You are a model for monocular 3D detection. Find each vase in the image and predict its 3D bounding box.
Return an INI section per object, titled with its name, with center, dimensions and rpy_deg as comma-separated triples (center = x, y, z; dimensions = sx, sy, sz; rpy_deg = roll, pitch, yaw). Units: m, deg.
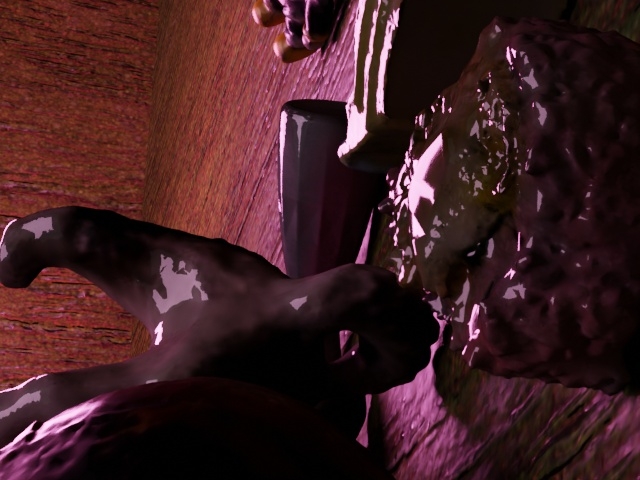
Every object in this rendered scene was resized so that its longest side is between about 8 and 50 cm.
[vase]
center = 0.000, 0.000, 1.276
dimensions = 0.086, 0.086, 0.214
rpy_deg = -123, 39, -72

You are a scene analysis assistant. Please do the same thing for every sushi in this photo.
[sushi]
center = 0.098, -0.036, 0.786
dimensions = 0.241, 0.107, 0.161
rpy_deg = -107, 31, -64

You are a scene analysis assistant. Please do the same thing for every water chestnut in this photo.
[water chestnut]
center = -0.057, 0.234, 0.910
dimensions = 0.302, 0.350, 0.350
rpy_deg = -38, -37, -66

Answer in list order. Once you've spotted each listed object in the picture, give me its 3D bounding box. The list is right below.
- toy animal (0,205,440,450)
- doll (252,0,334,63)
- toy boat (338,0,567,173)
[toy animal]
center = -0.055, 0.145, 1.132
dimensions = 0.194, 0.302, 0.344
rpy_deg = -87, -12, -45
[doll]
center = -0.010, -0.292, 1.466
dimensions = 0.316, 0.103, 0.145
rpy_deg = 107, 162, -57
[toy boat]
center = 0.082, -0.143, 0.908
dimensions = 0.084, 0.111, 0.276
rpy_deg = -109, 30, -54
